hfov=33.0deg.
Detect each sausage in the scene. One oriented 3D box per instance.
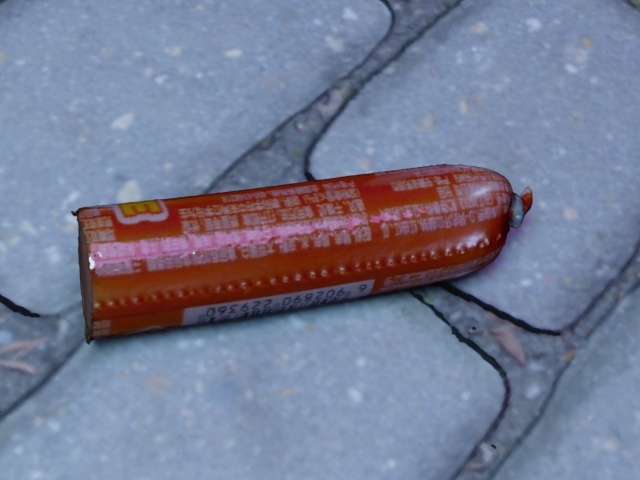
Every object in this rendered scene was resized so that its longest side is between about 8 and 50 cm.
[{"bbox_3d":[0.000,0.000,0.617,0.274,0.074,0.074,-8,58,-15],"label":"sausage"}]
